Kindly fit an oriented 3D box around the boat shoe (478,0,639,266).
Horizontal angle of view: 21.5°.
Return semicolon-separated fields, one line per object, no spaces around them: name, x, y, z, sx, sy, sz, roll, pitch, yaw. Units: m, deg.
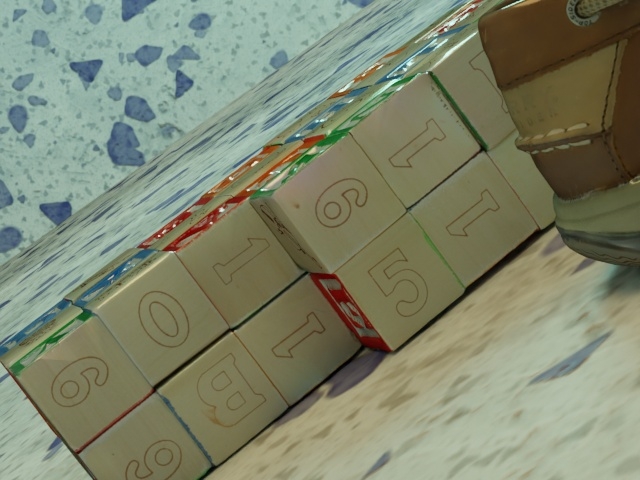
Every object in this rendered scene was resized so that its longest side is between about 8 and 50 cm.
boat shoe;0.195;-0.125;0.579;0.324;0.116;0.123;-37;9;-9

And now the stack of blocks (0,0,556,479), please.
stack of blocks;0.000;0.000;0.775;0.297;0.087;0.171;-38;9;-11
